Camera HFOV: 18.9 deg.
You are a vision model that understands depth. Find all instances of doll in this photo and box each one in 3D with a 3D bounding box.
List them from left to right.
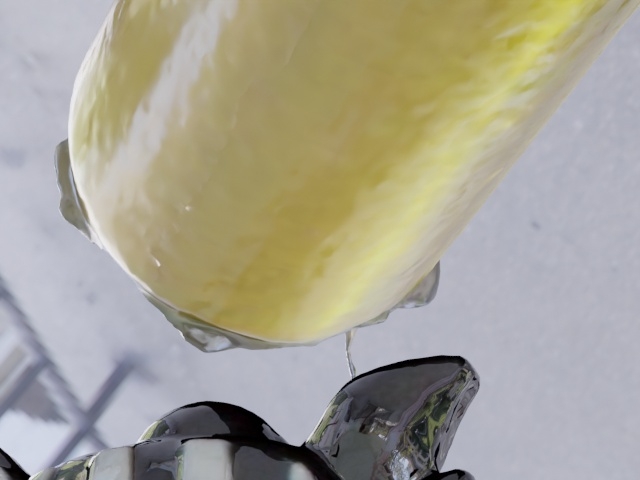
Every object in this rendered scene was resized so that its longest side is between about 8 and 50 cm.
[{"bbox_3d":[-0.062,0.078,0.434,0.219,0.091,0.067,-7,142,18],"label":"doll"}]

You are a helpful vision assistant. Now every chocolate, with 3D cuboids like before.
[{"bbox_3d":[0.055,-0.120,0.566,0.162,0.162,0.445,38,146,0],"label":"chocolate"}]

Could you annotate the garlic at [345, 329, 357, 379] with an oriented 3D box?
[{"bbox_3d":[-0.025,-0.054,1.786,0.338,0.151,0.196,44,121,14],"label":"garlic"}]
